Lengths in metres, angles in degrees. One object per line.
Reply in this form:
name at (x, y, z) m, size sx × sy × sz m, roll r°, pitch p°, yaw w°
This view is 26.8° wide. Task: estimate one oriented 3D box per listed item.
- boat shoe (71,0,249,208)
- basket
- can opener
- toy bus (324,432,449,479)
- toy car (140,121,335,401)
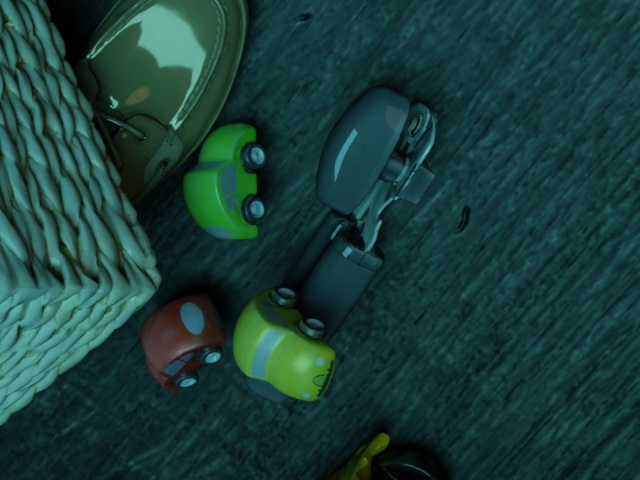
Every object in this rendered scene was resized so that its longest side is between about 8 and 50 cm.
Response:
boat shoe at (-0.174, -0.076, 1.080) m, size 0.121 × 0.110 × 0.341 m, roll 35°, pitch 111°, yaw -3°
basket at (-0.341, -0.023, 0.960) m, size 0.331 × 0.266 × 0.328 m, roll -39°, pitch 65°, yaw 33°
can opener at (0.000, 0.000, 1.088) m, size 0.095 × 0.076 × 0.283 m, roll 26°, pitch 112°, yaw -21°
toy bus at (0.043, 0.311, 1.165) m, size 0.220 × 0.149 × 0.211 m, roll 46°, pitch 123°, yaw -10°
toy car at (-0.083, 0.016, 1.087) m, size 0.239 × 0.053 × 0.225 m, roll -3°, pitch 87°, yaw 50°
